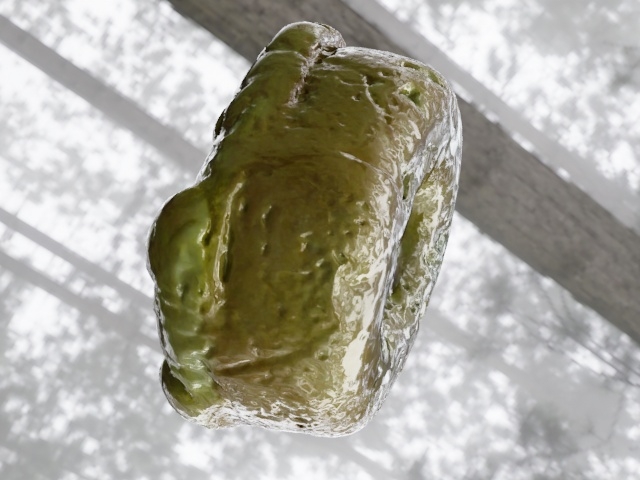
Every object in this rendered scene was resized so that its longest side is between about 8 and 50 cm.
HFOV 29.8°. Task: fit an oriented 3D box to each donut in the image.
[{"bbox_3d":[0.000,0.000,0.715,0.128,0.208,0.261,12,-133,16],"label":"donut"}]
